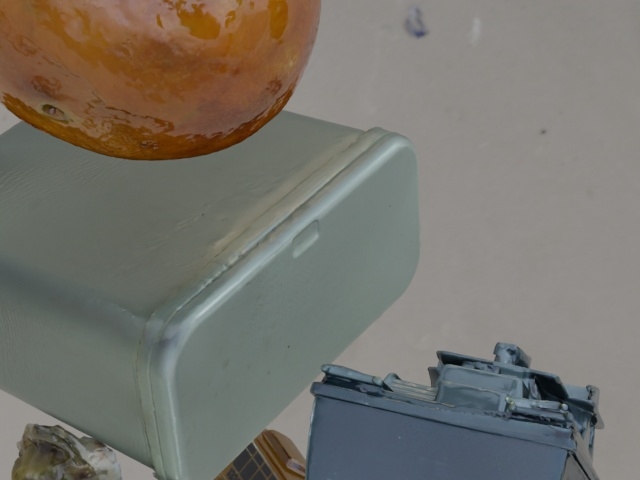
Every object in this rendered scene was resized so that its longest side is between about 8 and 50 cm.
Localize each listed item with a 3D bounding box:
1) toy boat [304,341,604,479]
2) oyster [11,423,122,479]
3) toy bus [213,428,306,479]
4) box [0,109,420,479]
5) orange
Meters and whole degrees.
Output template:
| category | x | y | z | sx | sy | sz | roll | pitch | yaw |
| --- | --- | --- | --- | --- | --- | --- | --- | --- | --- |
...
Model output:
| category | x | y | z | sx | sy | sz | roll | pitch | yaw |
| --- | --- | --- | --- | --- | --- | --- | --- | --- | --- |
| toy boat | 0.081 | 0.113 | 0.714 | 0.114 | 0.296 | 0.122 | 12 | 79 | 19 |
| oyster | -0.290 | 0.330 | 1.349 | 0.351 | 0.115 | 0.238 | -34 | 74 | 10 |
| toy bus | -0.054 | 0.300 | 1.722 | 0.098 | 0.201 | 0.114 | 34 | 100 | -39 |
| box | -0.146 | 0.010 | 1.326 | 0.352 | 0.344 | 0.177 | -42 | 139 | -40 |
| orange | -0.138 | -0.183 | 1.061 | 0.284 | 0.284 | 0.226 | 32 | 65 | -13 |
